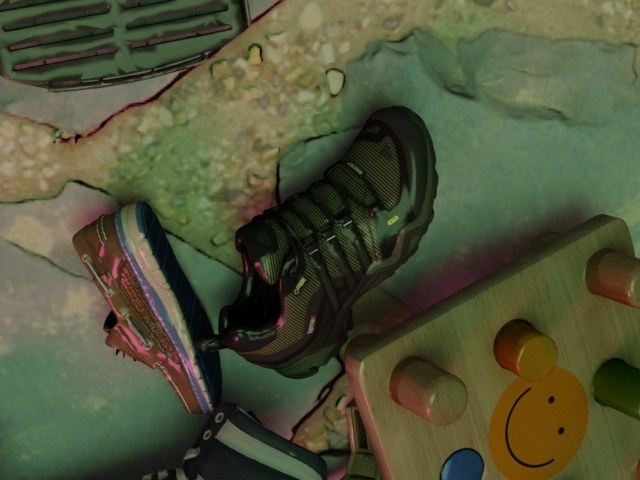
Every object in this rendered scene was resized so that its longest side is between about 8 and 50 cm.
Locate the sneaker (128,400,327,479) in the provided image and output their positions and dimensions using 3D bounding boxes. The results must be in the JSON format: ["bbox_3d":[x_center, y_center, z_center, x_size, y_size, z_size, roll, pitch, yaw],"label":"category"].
[{"bbox_3d":[-0.126,0.200,0.992,0.282,0.153,0.099,3,149,23],"label":"sneaker"}]

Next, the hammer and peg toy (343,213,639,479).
[{"bbox_3d":[0.172,0.191,1.020,0.266,0.127,0.361,-26,112,-21],"label":"hammer and peg toy"}]

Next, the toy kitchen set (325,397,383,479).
[{"bbox_3d":[0.011,0.176,1.046,0.068,0.083,0.075,4,113,30],"label":"toy kitchen set"}]

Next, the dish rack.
[{"bbox_3d":[-0.152,-0.233,0.866,0.208,0.074,0.271,-12,110,-8],"label":"dish rack"}]

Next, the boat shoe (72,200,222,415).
[{"bbox_3d":[-0.127,0.057,0.979,0.066,0.066,0.183,-15,114,11],"label":"boat shoe"}]

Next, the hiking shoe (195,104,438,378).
[{"bbox_3d":[0.000,0.000,0.953,0.114,0.086,0.226,16,106,-49],"label":"hiking shoe"}]
